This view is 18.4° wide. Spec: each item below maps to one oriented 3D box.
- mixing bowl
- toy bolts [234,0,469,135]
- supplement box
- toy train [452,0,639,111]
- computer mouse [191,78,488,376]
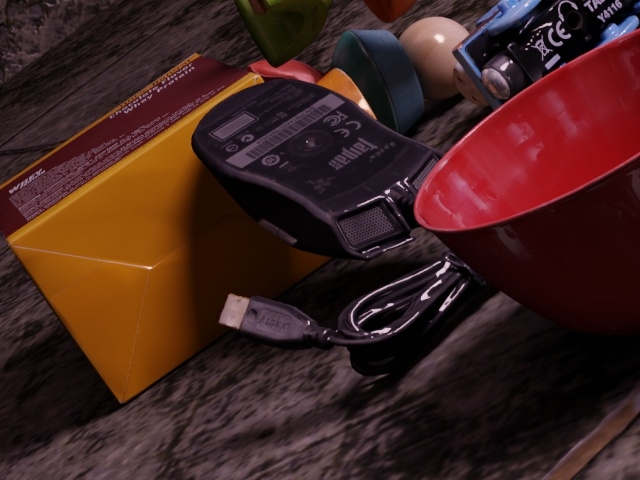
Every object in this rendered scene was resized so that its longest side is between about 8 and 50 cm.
[{"bbox_3d":[0.146,-0.020,0.924,0.181,0.098,0.181,-30,15,9],"label":"mixing bowl"},{"bbox_3d":[0.050,-0.118,1.338,0.158,0.218,0.228,-26,-19,-9],"label":"toy bolts"},{"bbox_3d":[-0.107,-0.016,1.330,0.191,0.129,0.194,-35,17,-8],"label":"supplement box"},{"bbox_3d":[0.161,-0.150,1.322,0.184,0.080,0.105,-43,10,-24],"label":"toy train"},{"bbox_3d":[0.000,0.000,1.130,0.262,0.060,0.184,24,52,40],"label":"computer mouse"}]
